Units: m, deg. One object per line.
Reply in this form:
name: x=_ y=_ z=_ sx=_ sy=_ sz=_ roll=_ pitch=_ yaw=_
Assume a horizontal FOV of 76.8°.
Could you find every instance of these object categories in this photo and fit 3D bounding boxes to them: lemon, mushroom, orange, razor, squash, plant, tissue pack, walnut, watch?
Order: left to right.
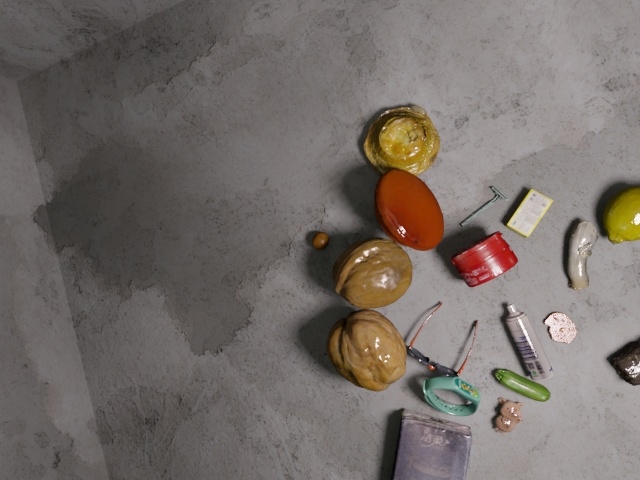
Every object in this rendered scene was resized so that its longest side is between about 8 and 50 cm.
orange: x=0.000 y=0.000 z=1.833 sx=0.085 sy=0.085 sz=0.085 roll=-1 pitch=88 yaw=13
walnut: x=0.198 y=0.455 z=1.654 sx=0.306 sy=0.306 sz=0.344 roll=-41 pitch=107 yaw=8
walnut: x=0.206 y=0.135 z=1.662 sx=0.332 sy=0.333 sz=0.333 roll=-1 pitch=88 yaw=13
tissue pack: x=0.446 y=0.936 z=1.668 sx=0.288 sy=0.124 sz=0.394 roll=10 pitch=90 yaw=12
watch: x=0.527 y=0.627 z=1.636 sx=0.237 sy=0.068 sz=0.195 roll=31 pitch=133 yaw=-11
razor: x=0.682 y=-0.130 z=1.710 sx=0.211 sy=0.036 sz=0.084 roll=-42 pitch=56 yaw=14
squash: x=0.813 y=0.584 z=1.627 sx=0.219 sy=0.077 sz=0.068 roll=25 pitch=134 yaw=14
tissue pack: x=0.849 y=-0.110 z=1.652 sx=0.095 sy=0.062 sz=0.176 roll=33 pitch=96 yaw=14
mushroom: x=1.026 y=0.059 z=1.595 sx=0.099 sy=0.096 sz=0.278 roll=9 pitch=92 yaw=58
lemon: x=1.174 y=-0.095 z=1.522 sx=0.184 sy=0.184 sz=0.248 roll=39 pitch=107 yaw=11
plant: x=1.217 y=0.453 z=1.515 sx=0.194 sy=0.129 sz=0.132 roll=-35 pitch=83 yaw=13

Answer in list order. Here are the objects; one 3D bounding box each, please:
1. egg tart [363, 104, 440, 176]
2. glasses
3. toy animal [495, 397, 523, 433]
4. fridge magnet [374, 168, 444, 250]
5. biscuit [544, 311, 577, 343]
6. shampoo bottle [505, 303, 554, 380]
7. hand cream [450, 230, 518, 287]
egg tart: x=0.348 y=-0.428 z=1.747 sx=0.341 sy=0.129 sz=0.341 roll=-1 pitch=86 yaw=14
glasses: x=0.516 y=0.413 z=1.678 sx=0.234 sy=0.118 sz=0.268 roll=27 pitch=94 yaw=14
toy animal: x=0.756 y=0.712 z=1.637 sx=0.083 sy=0.089 sz=0.150 roll=26 pitch=90 yaw=-10
fridge magnet: x=0.360 y=-0.122 z=1.650 sx=0.155 sy=0.363 sz=0.364 roll=-37 pitch=78 yaw=47
biscuit: x=0.968 y=0.352 z=1.628 sx=0.102 sy=0.019 sz=0.130 roll=-31 pitch=81 yaw=9
shampoo bottle: x=0.826 y=0.401 z=1.623 sx=0.092 sy=0.092 sz=0.303 roll=-24 pitch=82 yaw=11
hand cream: x=0.649 y=0.077 z=1.608 sx=0.230 sy=0.230 sz=0.149 roll=-29 pitch=82 yaw=10
